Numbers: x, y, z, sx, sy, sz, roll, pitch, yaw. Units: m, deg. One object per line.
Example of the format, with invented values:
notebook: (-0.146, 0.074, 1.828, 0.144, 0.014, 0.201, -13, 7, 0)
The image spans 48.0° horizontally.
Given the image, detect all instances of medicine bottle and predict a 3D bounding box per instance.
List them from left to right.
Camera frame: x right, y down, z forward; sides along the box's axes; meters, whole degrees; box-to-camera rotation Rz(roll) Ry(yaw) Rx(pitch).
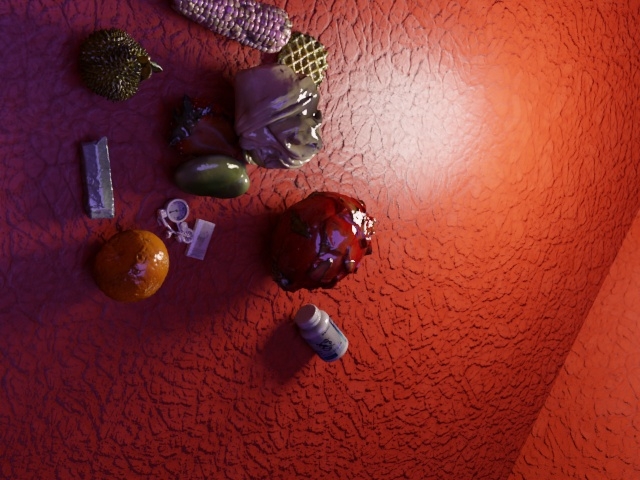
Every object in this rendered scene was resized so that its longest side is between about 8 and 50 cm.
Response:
medicine bottle: (-0.001, 0.289, 2.261, 0.107, 0.107, 0.191, -48, 126, -16)

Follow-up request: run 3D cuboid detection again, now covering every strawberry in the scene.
strawberry: (-0.287, -0.298, 1.875, 0.228, 0.098, 0.174, 6, 133, -45)

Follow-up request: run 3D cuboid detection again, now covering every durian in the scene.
durian: (-0.480, -0.401, 1.655, 0.146, 0.198, 0.159, 23, 110, -48)

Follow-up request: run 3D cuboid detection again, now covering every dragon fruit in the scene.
dragon fruit: (0.000, 0.000, 2.084, 0.342, 0.277, 0.277, -27, 118, -14)

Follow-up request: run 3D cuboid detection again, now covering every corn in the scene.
corn: (-0.226, -0.575, 1.845, 0.335, 0.127, 0.126, 8, 98, -36)

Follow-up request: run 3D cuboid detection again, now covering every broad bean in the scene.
broad bean: (-0.287, -0.171, 1.901, 0.228, 0.169, 0.100, 30, 41, -62)

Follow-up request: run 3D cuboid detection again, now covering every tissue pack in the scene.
tissue pack: (-0.333, -0.003, 1.987, 0.056, 0.023, 0.108, 17, 92, -38)

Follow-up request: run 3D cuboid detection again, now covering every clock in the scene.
clock: (-0.385, -0.047, 1.926, 0.087, 0.041, 0.129, -30, 114, -31)

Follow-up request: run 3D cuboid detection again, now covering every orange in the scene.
orange: (-0.472, 0.066, 1.807, 0.193, 0.193, 0.161, -50, 139, -14)

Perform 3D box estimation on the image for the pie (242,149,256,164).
pie: (-0.185, -0.254, 2.026, 0.084, 0.020, 0.084, -11, 109, -34)

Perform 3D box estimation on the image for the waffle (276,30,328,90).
waffle: (-0.053, -0.494, 2.045, 0.169, 0.036, 0.183, 23, 91, -41)

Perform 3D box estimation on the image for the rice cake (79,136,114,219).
rice cake: (-0.550, -0.152, 1.762, 0.069, 0.063, 0.206, -11, 108, -27)

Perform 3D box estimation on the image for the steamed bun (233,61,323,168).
steamed bun: (-0.093, -0.323, 1.897, 0.320, 0.206, 0.275, 14, 85, -66)
